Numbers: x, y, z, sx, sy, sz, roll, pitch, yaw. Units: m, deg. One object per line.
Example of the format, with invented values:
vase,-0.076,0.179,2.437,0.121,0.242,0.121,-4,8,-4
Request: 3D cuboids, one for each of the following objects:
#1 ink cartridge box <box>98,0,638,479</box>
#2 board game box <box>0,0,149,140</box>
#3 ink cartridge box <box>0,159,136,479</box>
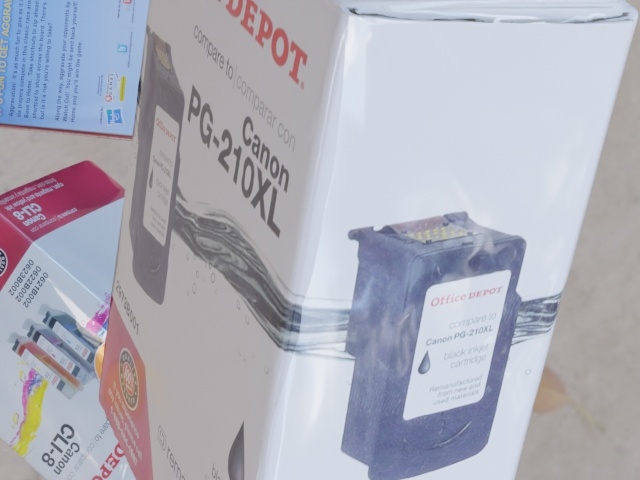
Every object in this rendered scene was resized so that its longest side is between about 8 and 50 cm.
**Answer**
ink cartridge box,0.000,0.000,0.522,0.100,0.172,0.237,-2,119,-24
board game box,-0.170,-0.211,0.991,0.145,0.027,0.281,5,89,-7
ink cartridge box,-0.140,0.062,0.943,0.176,0.128,0.127,40,25,8
